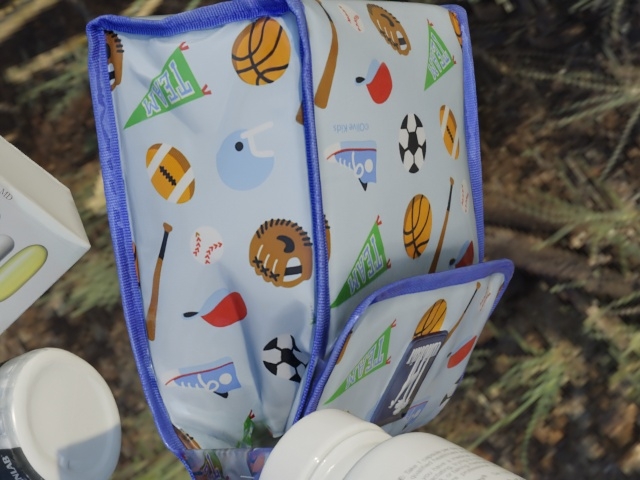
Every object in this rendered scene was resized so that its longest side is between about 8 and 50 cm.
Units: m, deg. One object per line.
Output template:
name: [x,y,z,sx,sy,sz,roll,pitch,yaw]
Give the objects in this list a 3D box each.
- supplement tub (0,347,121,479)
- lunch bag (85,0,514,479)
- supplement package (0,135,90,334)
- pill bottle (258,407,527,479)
supplement tub: [-0.421,0.263,1.934,0.316,0.193,0.193,-20,99,33]
lunch bag: [0.000,0.000,1.264,0.239,0.328,0.385,-2,94,30]
supplement package: [-0.421,-0.010,1.834,0.194,0.203,0.149,40,-170,-35]
pill bottle: [0.072,0.194,0.963,0.229,0.131,0.131,23,128,40]
